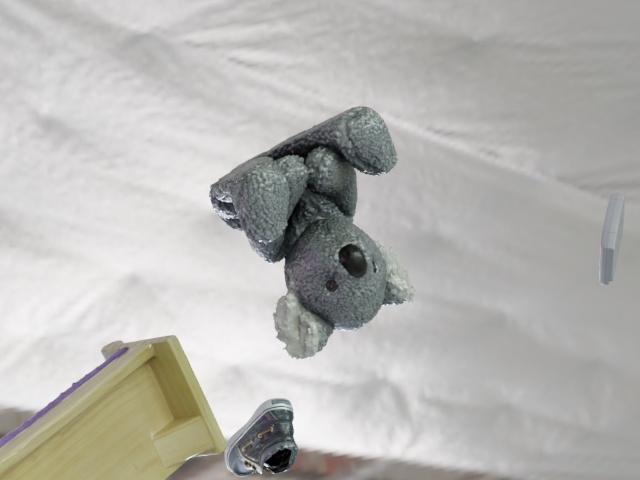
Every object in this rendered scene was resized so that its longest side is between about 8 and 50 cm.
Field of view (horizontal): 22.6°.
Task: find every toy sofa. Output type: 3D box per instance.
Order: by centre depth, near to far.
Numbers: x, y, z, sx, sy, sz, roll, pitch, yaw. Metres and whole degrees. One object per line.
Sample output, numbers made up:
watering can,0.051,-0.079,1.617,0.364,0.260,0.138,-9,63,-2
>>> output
toy sofa,-0.282,0.249,1.674,0.177,0.150,0.362,-12,18,40

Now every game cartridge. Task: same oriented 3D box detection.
game cartridge,0.278,-0.005,1.532,0.017,0.083,0.056,9,-48,12

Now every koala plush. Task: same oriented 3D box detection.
koala plush,0.000,0.000,1.717,0.196,0.221,0.203,-32,8,-24

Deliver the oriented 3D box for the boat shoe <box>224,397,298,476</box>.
boat shoe,-0.085,0.301,2.244,0.065,0.083,0.183,6,-39,-22
